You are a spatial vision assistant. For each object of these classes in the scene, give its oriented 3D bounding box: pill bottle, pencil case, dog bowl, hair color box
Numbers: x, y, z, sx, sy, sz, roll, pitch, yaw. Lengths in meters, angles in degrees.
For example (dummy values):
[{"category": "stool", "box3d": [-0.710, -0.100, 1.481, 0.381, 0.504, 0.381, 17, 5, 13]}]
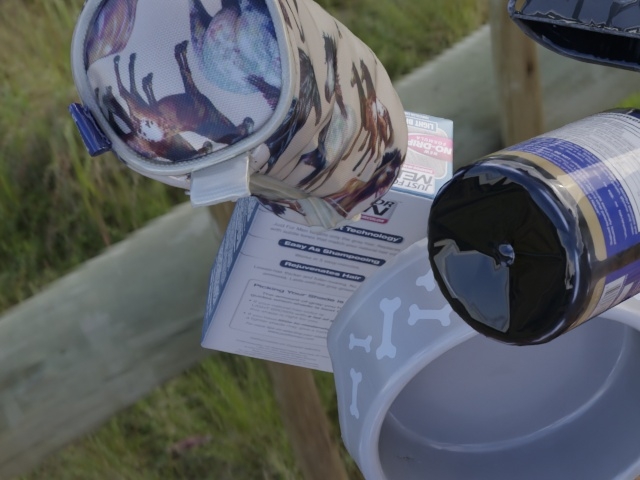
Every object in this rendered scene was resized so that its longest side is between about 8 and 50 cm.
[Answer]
[{"category": "pill bottle", "box3d": [0.181, -0.019, 1.043, 0.123, 0.123, 0.219, 35, 37, 30]}, {"category": "pencil case", "box3d": [-0.045, -0.099, 1.199, 0.159, 0.410, 0.184, -3, 85, 14]}, {"category": "dog bowl", "box3d": [0.176, 0.134, 1.446, 0.348, 0.349, 0.102, -15, 43, -2]}, {"category": "hair color box", "box3d": [0.000, 0.000, 1.596, 0.173, 0.347, 0.105, 12, 56, -11]}]

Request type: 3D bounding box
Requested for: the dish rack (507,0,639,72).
[{"category": "dish rack", "box3d": [0.125, -0.150, 0.592, 0.208, 0.271, 0.074, 15, 75, 40]}]
